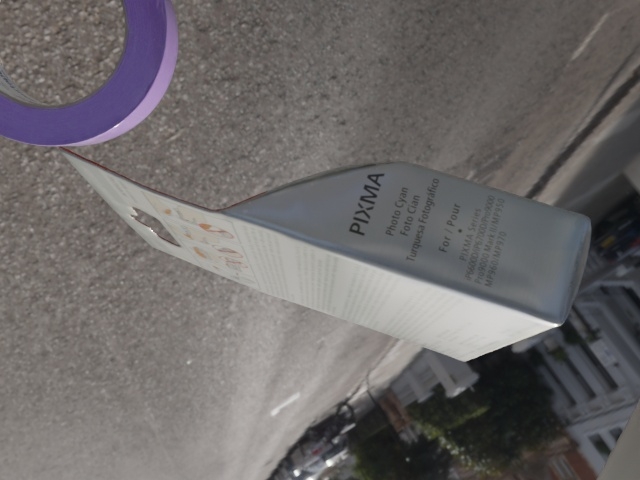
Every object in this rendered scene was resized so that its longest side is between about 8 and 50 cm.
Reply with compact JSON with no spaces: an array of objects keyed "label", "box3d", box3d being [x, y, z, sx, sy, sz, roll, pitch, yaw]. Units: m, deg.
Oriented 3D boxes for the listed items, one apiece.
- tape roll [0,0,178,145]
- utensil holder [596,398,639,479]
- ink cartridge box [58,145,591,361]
[{"label":"tape roll","box3d":[-0.314,-0.251,0.793,0.275,0.274,0.090,-33,-171,1]},{"label":"utensil holder","box3d":[0.467,0.259,0.663,0.385,0.328,0.327,-44,171,-30]},{"label":"ink cartridge box","box3d":[0.000,0.000,0.618,0.308,0.385,0.091,93,18,-75]}]
